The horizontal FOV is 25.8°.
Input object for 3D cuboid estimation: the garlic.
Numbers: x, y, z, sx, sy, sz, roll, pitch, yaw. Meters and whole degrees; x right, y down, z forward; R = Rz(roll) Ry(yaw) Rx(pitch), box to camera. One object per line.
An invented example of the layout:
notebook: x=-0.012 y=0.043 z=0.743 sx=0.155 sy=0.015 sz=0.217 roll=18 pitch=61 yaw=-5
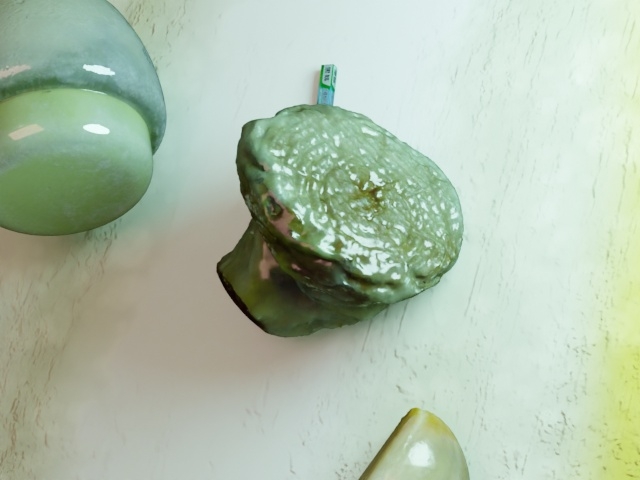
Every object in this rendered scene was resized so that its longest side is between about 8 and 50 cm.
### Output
garlic: x=0.086 y=0.328 z=1.727 sx=0.245 sy=0.145 sz=0.164 roll=-51 pitch=29 yaw=2

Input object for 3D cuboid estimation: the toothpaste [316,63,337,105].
toothpaste: x=0.008 y=-0.210 z=1.990 sx=0.020 sy=0.017 sz=0.083 roll=-1 pitch=73 yaw=24

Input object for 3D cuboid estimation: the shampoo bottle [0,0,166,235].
shampoo bottle: x=-0.385 y=-0.191 z=1.985 sx=0.322 sy=0.322 sz=0.317 roll=-25 pitch=58 yaw=15

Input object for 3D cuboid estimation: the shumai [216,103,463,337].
shumai: x=0.000 y=0.000 z=1.857 sx=0.263 sy=0.304 sz=0.309 roll=-50 pitch=56 yaw=42
